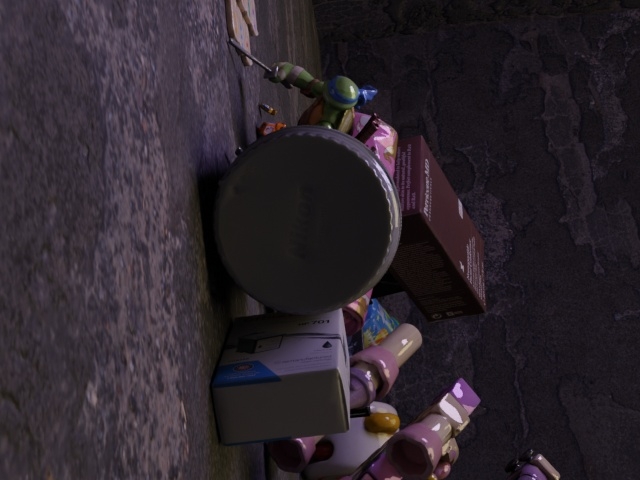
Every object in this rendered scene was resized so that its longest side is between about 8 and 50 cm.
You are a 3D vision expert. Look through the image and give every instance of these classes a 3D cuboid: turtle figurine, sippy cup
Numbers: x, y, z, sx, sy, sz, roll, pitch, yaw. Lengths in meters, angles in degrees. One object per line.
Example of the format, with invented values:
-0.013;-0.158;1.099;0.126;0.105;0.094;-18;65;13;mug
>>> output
-0.067;-0.166;1.368;0.198;0.274;0.266;59;-29;22;turtle figurine
0.091;0.238;2.366;0.305;0.240;0.224;38;-16;38;sippy cup

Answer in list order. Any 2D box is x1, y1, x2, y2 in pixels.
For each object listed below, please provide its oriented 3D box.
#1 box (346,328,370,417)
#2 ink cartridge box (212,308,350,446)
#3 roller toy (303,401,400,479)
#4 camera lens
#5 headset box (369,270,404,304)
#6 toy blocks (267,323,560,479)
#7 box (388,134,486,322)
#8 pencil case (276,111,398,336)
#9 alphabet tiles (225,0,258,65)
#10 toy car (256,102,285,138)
0.006;0.214;1.533;0.077;0.147;0.180;76;10;-67;box
-0.039;0.150;1.024;0.191;0.139;0.082;-86;167;-72;ink cartridge box
0.058;0.383;1.720;0.209;0.191;0.146;81;5;-69;roller toy
-0.011;-0.030;1.101;0.274;0.219;0.220;-58;143;-84;camera lens
0.073;0.004;1.970;0.131;0.246;0.283;10;69;-44;headset box
0.082;0.326;1.164;0.260;0.309;0.288;-34;167;-50;toy blocks
0.210;-0.013;1.790;0.381;0.143;0.191;48;37;-45;box
0.027;-0.033;1.517;0.160;0.167;0.386;121;-15;-64;pencil case
-0.131;-0.428;1.393;0.284;0.021;0.278;57;28;-82;alphabet tiles
-0.099;-0.199;1.557;0.040;0.060;0.122;31;14;-28;toy car
